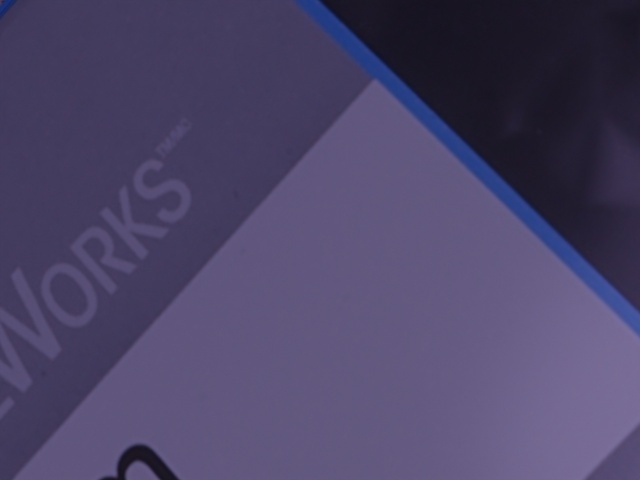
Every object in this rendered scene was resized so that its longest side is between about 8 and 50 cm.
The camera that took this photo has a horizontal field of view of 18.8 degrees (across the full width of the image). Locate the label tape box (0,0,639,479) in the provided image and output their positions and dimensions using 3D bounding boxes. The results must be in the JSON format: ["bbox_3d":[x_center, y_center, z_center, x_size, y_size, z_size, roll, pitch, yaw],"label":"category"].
[{"bbox_3d":[0.000,0.000,0.387,0.249,0.115,0.347,-47,71,10],"label":"label tape box"}]
